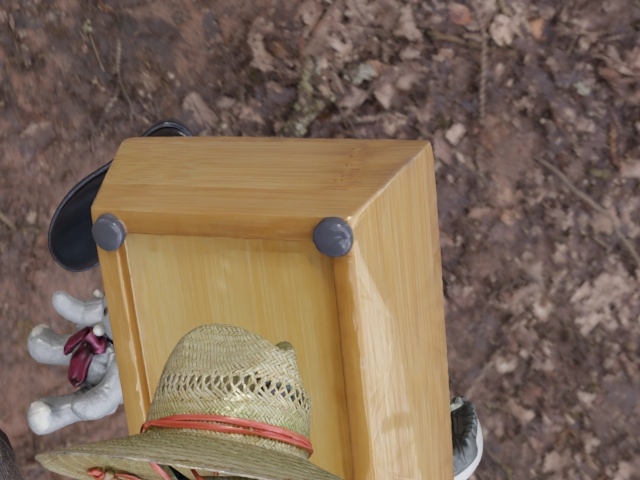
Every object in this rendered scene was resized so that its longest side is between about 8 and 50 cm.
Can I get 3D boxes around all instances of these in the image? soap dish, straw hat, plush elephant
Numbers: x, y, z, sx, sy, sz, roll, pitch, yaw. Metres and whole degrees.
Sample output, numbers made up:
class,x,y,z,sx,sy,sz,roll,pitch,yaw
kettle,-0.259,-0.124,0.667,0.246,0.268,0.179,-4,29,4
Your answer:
class,x,y,z,sx,sy,sz,roll,pitch,yaw
soap dish,-0.031,0.078,0.726,0.229,0.118,0.291,3,110,25
straw hat,-0.034,0.064,0.402,0.144,0.144,0.061,19,68,-25
plush elephant,-0.382,0.172,1.946,0.330,0.272,0.255,0,124,-6

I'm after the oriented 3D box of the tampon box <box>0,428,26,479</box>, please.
class,x,y,z,sx,sy,sz,roll,pitch,yaw
tampon box,-0.262,0.178,0.710,0.120,0.101,0.161,-25,160,-13

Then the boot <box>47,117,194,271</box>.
class,x,y,z,sx,sy,sz,roll,pitch,yaw
boot,-0.237,-0.031,1.250,0.246,0.207,0.094,-43,107,10

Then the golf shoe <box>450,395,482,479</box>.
class,x,y,z,sx,sy,sz,roll,pitch,yaw
golf shoe,0.109,0.219,1.015,0.105,0.273,0.120,-32,85,-12
